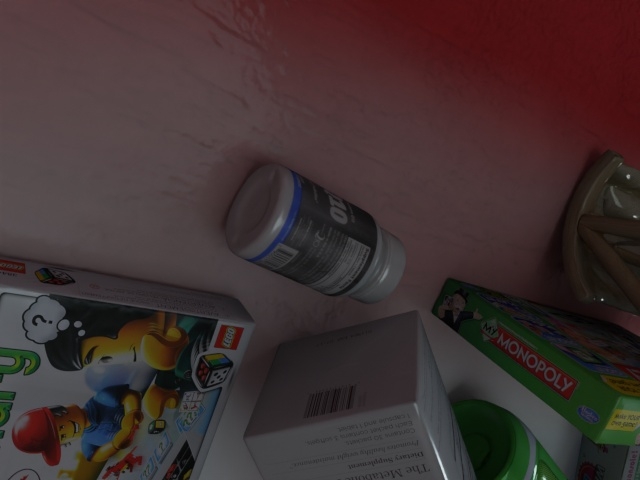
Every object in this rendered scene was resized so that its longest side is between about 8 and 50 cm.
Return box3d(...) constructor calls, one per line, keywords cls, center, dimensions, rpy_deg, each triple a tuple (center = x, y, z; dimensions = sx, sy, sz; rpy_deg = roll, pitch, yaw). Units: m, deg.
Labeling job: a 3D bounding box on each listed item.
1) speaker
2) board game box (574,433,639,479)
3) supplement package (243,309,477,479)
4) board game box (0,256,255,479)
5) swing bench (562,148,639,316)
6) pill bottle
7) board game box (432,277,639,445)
box3d(cls="speaker", center=(0.231, 0.307, 0.706), dimensions=(0.131, 0.131, 0.296), rpy_deg=(-44, 124, -6))
box3d(cls="board game box", center=(0.514, 0.332, 0.826), dimensions=(0.303, 0.097, 0.224), rpy_deg=(0, 106, -10))
box3d(cls="supplement package", center=(0.056, 0.208, 0.511), dimensions=(0.138, 0.134, 0.244), rpy_deg=(-17, 108, 16))
box3d(cls="board game box", center=(-0.191, 0.175, 0.469), dimensions=(0.192, 0.053, 0.306), rpy_deg=(14, 103, -31))
box3d(cls="swing bench", center=(0.416, 0.051, 0.632), dimensions=(0.253, 0.255, 0.165), rpy_deg=(16, 108, -31))
box3d(cls="pill bottle", center=(0.000, 0.000, 0.486), dimensions=(0.137, 0.078, 0.078), rpy_deg=(26, 96, -34))
box3d(cls="board game box", center=(0.297, 0.131, 0.617), dimensions=(0.317, 0.213, 0.046), rpy_deg=(15, 103, -33))
